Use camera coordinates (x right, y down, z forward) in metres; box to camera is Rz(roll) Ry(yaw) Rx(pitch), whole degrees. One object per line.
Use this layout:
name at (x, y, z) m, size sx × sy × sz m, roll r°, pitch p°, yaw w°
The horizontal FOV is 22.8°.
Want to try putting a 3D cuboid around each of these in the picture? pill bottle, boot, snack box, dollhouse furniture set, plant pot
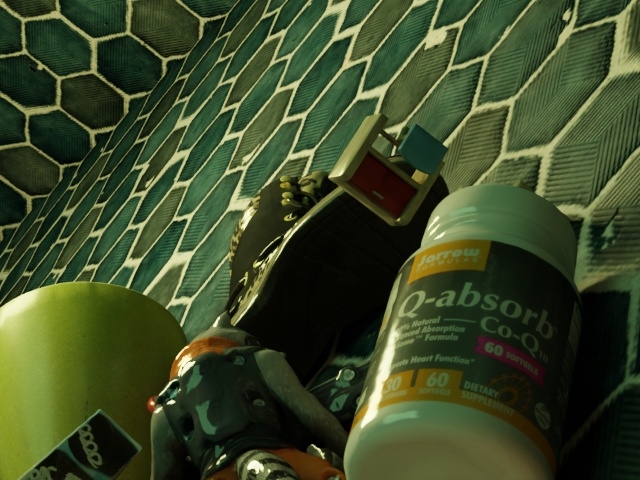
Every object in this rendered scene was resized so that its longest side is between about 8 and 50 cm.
pill bottle at (0.123, 0.093, 1.267) m, size 0.162 × 0.162 × 0.278 m, roll -38°, pitch 24°, yaw 41°
boot at (0.000, 0.000, 1.829) m, size 0.377 × 0.138 × 0.284 m, roll -52°, pitch 16°, yaw 24°
snack box at (-0.275, 0.271, 1.310) m, size 0.187 × 0.060 × 0.322 m, roll -50°, pitch -3°, yaw 19°
dollhouse furniture set at (0.105, -0.017, 1.484) m, size 0.129 × 0.183 × 0.129 m, roll -58°, pitch 18°, yaw -13°
plant pot at (-0.290, 0.249, 1.941) m, size 0.275 × 0.274 × 0.294 m, roll -44°, pitch 35°, yaw 29°

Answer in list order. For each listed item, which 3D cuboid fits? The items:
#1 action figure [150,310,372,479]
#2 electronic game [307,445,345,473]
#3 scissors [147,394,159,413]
action figure at (-0.021, 0.165, 1.378) m, size 0.341 × 0.179 × 0.330 m, roll -32°, pitch 38°, yaw -6°
electronic game at (-0.069, 0.255, 1.512) m, size 0.229 × 0.048 × 0.229 m, roll -19°, pitch 21°, yaw 7°
scissors at (-0.129, 0.191, 1.952) m, size 0.297 × 0.109 × 0.021 m, roll -28°, pitch -50°, yaw -78°
